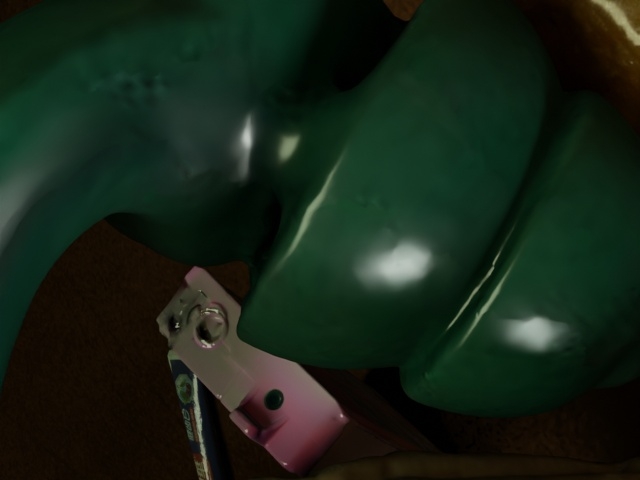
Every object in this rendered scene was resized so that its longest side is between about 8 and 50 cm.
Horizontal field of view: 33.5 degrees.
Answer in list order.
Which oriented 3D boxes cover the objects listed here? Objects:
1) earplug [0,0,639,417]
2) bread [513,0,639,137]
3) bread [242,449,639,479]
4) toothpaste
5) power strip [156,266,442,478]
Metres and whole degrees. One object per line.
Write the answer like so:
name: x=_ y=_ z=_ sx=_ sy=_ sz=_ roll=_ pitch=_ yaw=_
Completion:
earplug: x=0.001 y=0.000 z=0.380 sx=0.280 sy=0.257 sz=0.164 roll=24 pitch=139 yaw=-4
bread: x=0.062 y=-0.047 z=0.547 sx=0.344 sy=0.084 sz=0.124 roll=-32 pitch=93 yaw=49
bread: x=0.114 y=0.193 z=0.406 sx=0.388 sy=0.236 sz=0.183 roll=12 pitch=116 yaw=-7
toothpaste: x=-0.093 y=0.151 z=0.830 sx=0.037 sy=0.021 sz=0.140 roll=-7 pitch=97 yaw=45
power strip: x=0.009 y=0.093 z=0.561 sx=0.037 sy=0.279 sz=0.109 roll=-48 pitch=62 yaw=-1
